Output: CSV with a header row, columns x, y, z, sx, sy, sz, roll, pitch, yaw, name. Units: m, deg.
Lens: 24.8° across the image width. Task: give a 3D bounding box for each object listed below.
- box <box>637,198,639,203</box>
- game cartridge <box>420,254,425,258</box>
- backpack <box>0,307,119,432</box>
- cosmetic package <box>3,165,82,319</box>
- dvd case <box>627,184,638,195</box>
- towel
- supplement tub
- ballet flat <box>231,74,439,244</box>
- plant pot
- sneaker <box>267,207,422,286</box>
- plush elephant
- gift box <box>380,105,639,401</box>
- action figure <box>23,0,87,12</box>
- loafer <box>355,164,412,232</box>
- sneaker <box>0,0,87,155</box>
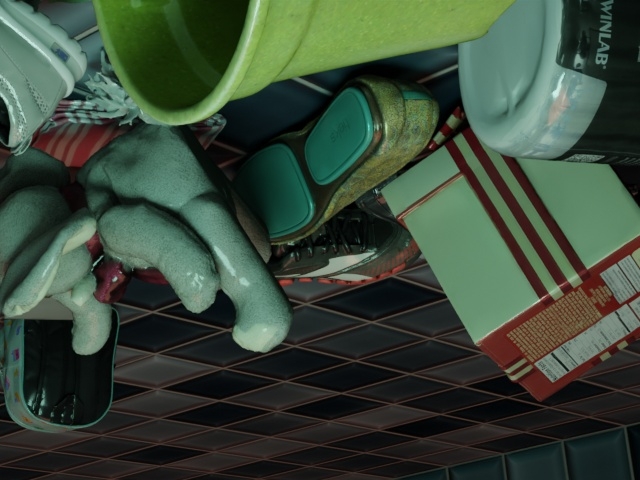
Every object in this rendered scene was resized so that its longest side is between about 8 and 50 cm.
x,y,z,sx,sy,sz,roll,pitch,yaw,name
0.473,0.038,1.958,0.108,0.153,0.207,-19,159,14,box
0.183,0.013,2.037,0.083,0.017,0.056,5,154,-27,game cartridge
-0.388,0.189,2.126,0.165,0.188,0.144,9,156,-37,backpack
-0.308,0.004,1.726,0.107,0.127,0.238,2,161,-22,cosmetic package
0.342,-0.042,1.890,0.119,0.013,0.087,-9,163,-22,dvd case
-0.216,-0.106,1.587,0.197,0.029,0.144,3,159,-23,towel
0.310,-0.166,1.287,0.338,0.207,0.207,3,159,-20,supplement tub
0.016,-0.083,1.599,0.123,0.123,0.348,6,158,-28,ballet flat
0.002,-0.224,1.022,0.253,0.276,0.276,-6,163,-31,plant pot
0.000,0.000,1.831,0.276,0.098,0.135,-5,163,4,sneaker
-0.214,0.002,1.468,0.255,0.272,0.330,-32,118,5,plush elephant
0.256,-0.016,1.603,0.276,0.258,0.255,-33,147,5,gift box
-0.150,-0.228,1.212,0.232,0.064,0.137,-7,171,15,action figure
0.136,-0.041,1.782,0.078,0.076,0.223,-12,157,42,loafer
-0.325,-0.173,1.163,0.281,0.115,0.105,30,155,-20,sneaker
